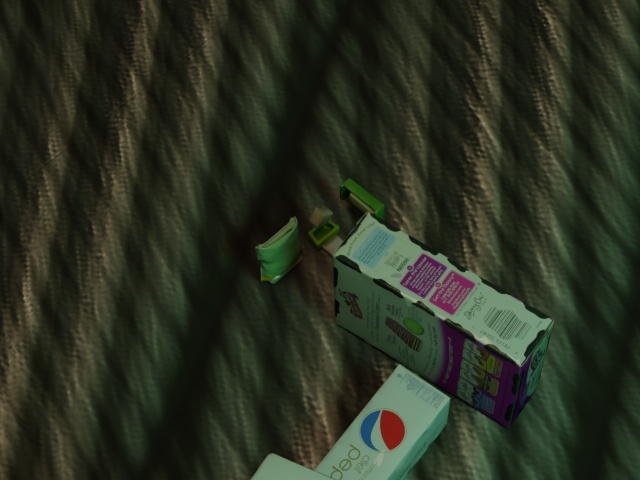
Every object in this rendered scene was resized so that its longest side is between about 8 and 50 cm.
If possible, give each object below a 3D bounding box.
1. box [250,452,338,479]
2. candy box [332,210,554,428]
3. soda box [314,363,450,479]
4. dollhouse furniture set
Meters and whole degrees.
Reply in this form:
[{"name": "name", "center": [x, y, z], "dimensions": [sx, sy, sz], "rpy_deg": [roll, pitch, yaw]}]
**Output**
[{"name": "box", "center": [0.020, 0.374, 1.270], "dimensions": [0.215, 0.345, 0.168], "rpy_deg": [19, 51, 22]}, {"name": "candy box", "center": [0.127, 0.086, 1.623], "dimensions": [0.233, 0.159, 0.071], "rpy_deg": [30, 64, 17]}, {"name": "soda box", "center": [0.047, 0.239, 1.587], "dimensions": [0.069, 0.074, 0.216], "rpy_deg": [33, 66, 19]}, {"name": "dollhouse furniture set", "center": [0.000, 0.000, 1.724], "dimensions": [0.152, 0.076, 0.058], "rpy_deg": [-40, 66, -20]}]
